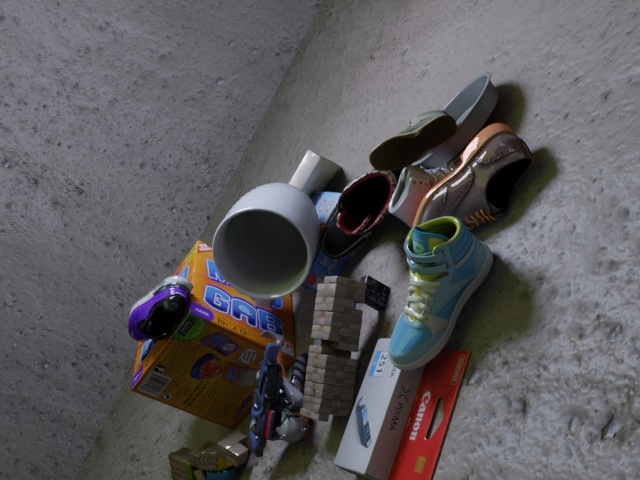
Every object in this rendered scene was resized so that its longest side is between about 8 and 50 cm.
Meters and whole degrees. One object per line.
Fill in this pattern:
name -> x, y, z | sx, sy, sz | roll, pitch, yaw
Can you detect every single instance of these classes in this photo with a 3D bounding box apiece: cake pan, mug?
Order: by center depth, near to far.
cake pan -> 0.338, -0.289, 1.764 | 0.293, 0.054, 0.293 | -51, 9, 11
mug -> -0.141, 0.018, 2.057 | 0.328, 0.276, 0.374 | -71, -12, -65

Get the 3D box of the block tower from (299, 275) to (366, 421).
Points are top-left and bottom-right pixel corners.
block tower -> 0.033, 0.260, 1.692 | 0.091, 0.097, 0.335 | -8, 71, 60

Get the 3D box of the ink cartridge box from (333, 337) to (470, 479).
ink cartridge box -> 0.161, 0.345, 1.441 | 0.261, 0.066, 0.296 | -16, 48, 62

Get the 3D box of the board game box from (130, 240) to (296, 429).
board game box -> -0.328, 0.296, 2.197 | 0.356, 0.356, 0.356 | -51, 24, 24

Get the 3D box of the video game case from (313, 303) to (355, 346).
video game case -> 0.034, 0.245, 1.919 | 0.166, 0.015, 0.119 | -36, 32, 48

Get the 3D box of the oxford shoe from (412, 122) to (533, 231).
oxford shoe -> 0.320, -0.075, 1.533 | 0.363, 0.130, 0.132 | -60, 36, 26

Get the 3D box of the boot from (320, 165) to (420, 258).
boot -> 0.101, -0.072, 1.867 | 0.377, 0.138, 0.284 | -45, -2, 21

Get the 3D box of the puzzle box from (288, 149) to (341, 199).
puzzle box -> -0.085, -0.101, 2.366 | 0.409, 0.052, 0.272 | -59, -14, 7

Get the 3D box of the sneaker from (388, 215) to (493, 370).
sneaker -> 0.201, 0.088, 1.401 | 0.127, 0.208, 0.319 | 21, 72, 45

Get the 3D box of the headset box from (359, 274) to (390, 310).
headset box -> 0.127, 0.129, 1.759 | 0.032, 0.083, 0.062 | -25, 42, 56

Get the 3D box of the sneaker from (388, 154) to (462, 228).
sneaker -> 0.285, -0.147, 1.637 | 0.292, 0.169, 0.108 | -53, 21, 15

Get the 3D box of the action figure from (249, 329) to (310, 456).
action figure -> -0.090, 0.376, 1.829 | 0.330, 0.178, 0.341 | -108, 26, -56

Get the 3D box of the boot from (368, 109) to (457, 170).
boot -> 0.215, -0.240, 1.667 | 0.213, 0.077, 0.165 | -27, 14, 12

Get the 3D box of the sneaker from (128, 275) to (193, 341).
sneaker -> -0.468, 0.227, 1.974 | 0.293, 0.102, 0.146 | -44, 30, 36

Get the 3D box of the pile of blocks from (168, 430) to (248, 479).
pile of blocks -> -0.304, 0.657, 2.081 | 0.362, 0.149, 0.113 | -26, -4, 42

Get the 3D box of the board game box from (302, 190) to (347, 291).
board game box -> 0.000, 0.000, 2.203 | 0.308, 0.086, 0.302 | -63, 22, -5
